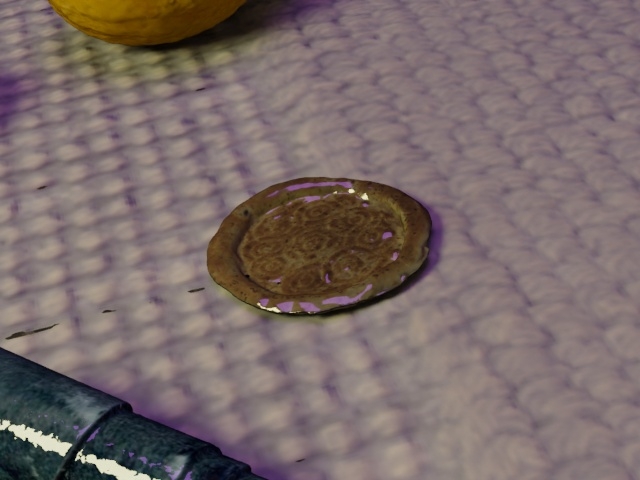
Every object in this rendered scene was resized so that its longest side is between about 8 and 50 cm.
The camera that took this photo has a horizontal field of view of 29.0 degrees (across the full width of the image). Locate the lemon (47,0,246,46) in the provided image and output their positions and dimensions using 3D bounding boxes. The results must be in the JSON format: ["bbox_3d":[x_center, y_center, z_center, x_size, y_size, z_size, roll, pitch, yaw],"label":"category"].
[{"bbox_3d":[-0.102,-0.195,0.777,0.187,0.142,0.142,-17,39,-13],"label":"lemon"}]

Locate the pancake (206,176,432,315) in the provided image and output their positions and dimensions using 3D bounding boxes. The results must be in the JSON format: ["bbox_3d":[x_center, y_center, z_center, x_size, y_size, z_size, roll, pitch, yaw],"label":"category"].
[{"bbox_3d":[0.000,0.001,0.612,0.115,0.011,0.115,-6,39,5],"label":"pancake"}]

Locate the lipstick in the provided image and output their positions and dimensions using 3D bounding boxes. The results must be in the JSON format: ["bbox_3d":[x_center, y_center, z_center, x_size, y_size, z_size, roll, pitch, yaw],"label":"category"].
[{"bbox_3d":[-0.045,0.095,0.465,0.234,0.053,0.053,15,43,25],"label":"lipstick"}]
